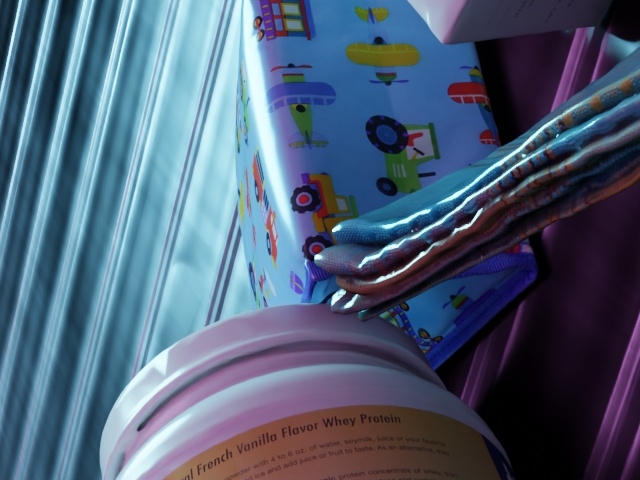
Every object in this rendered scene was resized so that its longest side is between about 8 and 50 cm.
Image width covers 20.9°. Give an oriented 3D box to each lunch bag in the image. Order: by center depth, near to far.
[{"bbox_3d":[0.000,0.000,1.074,0.293,0.138,0.221,117,148,-55],"label":"lunch bag"}]

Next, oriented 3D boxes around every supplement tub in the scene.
[{"bbox_3d":[0.012,0.205,0.846,0.316,0.228,0.228,-111,37,-46],"label":"supplement tub"}]

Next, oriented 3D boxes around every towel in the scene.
[{"bbox_3d":[0.176,-0.089,0.564,0.040,0.271,0.370,58,150,0],"label":"towel"}]

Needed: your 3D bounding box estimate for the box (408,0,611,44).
[{"bbox_3d":[0.088,-0.224,0.865,0.181,0.119,0.182,53,135,29],"label":"box"}]
